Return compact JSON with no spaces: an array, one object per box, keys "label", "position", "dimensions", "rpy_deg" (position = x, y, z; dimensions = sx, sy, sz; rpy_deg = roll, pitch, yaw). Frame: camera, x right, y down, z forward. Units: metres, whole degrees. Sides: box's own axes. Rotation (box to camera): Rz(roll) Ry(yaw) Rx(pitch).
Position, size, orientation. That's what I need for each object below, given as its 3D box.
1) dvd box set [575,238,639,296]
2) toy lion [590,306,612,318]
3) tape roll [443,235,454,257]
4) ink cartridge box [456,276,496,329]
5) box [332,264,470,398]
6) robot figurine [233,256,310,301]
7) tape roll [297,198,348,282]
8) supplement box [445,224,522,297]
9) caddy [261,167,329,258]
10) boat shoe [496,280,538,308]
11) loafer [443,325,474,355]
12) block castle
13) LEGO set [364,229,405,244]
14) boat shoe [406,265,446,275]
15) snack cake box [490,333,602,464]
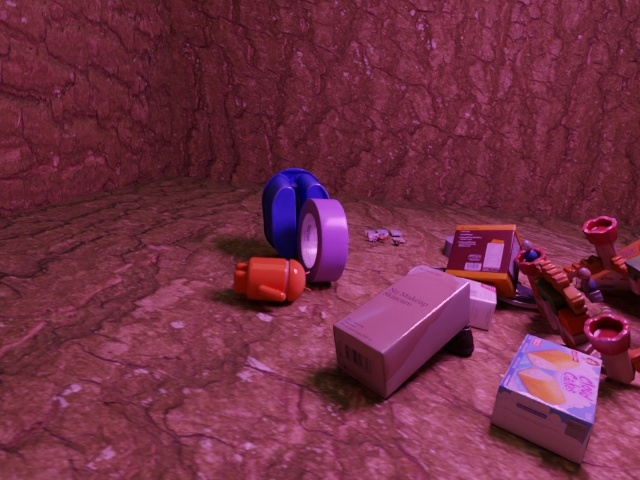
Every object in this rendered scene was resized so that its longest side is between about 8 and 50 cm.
[{"label":"dvd box set","position":[1.094,0.100,1.335],"dimensions":[0.307,0.062,0.420],"rpy_deg":[7,-20,9]},{"label":"toy lion","position":[0.793,0.242,1.144],"dimensions":[0.100,0.096,0.034],"rpy_deg":[-32,-2,28]},{"label":"tape roll","position":[0.656,0.042,1.799],"dimensions":[0.218,0.073,0.219],"rpy_deg":[5,15,-1]},{"label":"ink cartridge box","position":[0.400,0.172,1.224],"dimensions":[0.217,0.093,0.158],"rpy_deg":[13,18,19]},{"label":"box","position":[0.189,0.186,0.913],"dimensions":[0.311,0.121,0.147],"rpy_deg":[-28,32,-35]},{"label":"robot figurine","position":[-0.138,0.115,1.189],"dimensions":[0.219,0.128,0.158],"rpy_deg":[3,-11,-6]},{"label":"tape roll","position":[0.000,0.000,1.358],"dimensions":[0.090,0.275,0.275],"rpy_deg":[0,17,-18]},{"label":"supplement box","position":[0.534,0.063,1.335],"dimensions":[0.191,0.194,0.129],"rpy_deg":[1,-31,39]},{"label":"caddy","position":[-0.093,-0.095,1.544],"dimensions":[0.241,0.342,0.179],"rpy_deg":[-7,22,-16]},{"label":"boat shoe","position":[0.614,0.147,1.377],"dimensions":[0.285,0.093,0.102],"rpy_deg":[18,20,38]},{"label":"loafer","position":[0.288,0.217,1.053],"dimensions":[0.219,0.079,0.080],"rpy_deg":[14,18,28]},{"label":"block castle","position":[0.734,0.111,1.060],"dimensions":[0.302,0.213,0.453],"rpy_deg":[-26,20,11]},{"label":"LEGO set","position":[0.311,-0.033,1.977],"dimensions":[0.182,0.060,0.244],"rpy_deg":[2,16,0]},{"label":"boat shoe","position":[0.381,0.129,1.387],"dimensions":[0.227,0.081,0.068],"rpy_deg":[-4,14,-37]},{"label":"snack cake box","position":[0.457,0.297,0.816],"dimensions":[0.152,0.089,0.264],"rpy_deg":[15,19,34]}]
